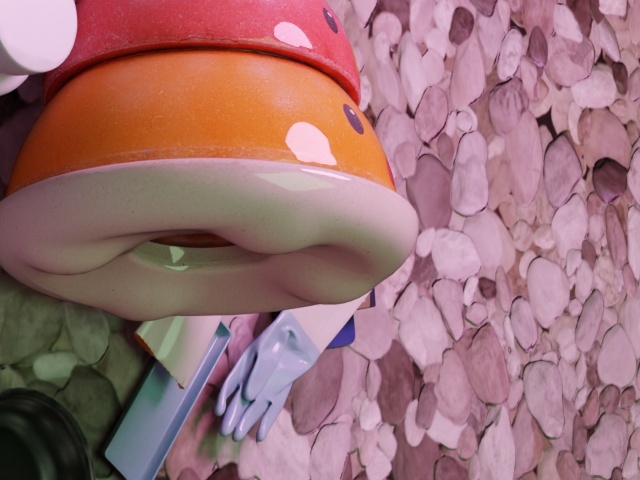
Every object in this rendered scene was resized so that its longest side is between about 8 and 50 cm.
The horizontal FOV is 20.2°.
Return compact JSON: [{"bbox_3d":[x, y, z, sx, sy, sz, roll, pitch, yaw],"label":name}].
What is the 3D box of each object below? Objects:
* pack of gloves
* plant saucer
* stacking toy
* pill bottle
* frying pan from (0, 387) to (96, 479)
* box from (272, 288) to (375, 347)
[{"bbox_3d":[-0.070,0.064,1.721,0.232,0.046,0.195,-54,127,-26],"label":"pack of gloves"},{"bbox_3d":[-0.143,0.140,1.659,0.067,0.018,0.192,54,48,-35],"label":"plant saucer"},{"bbox_3d":[-0.100,-0.191,1.514,0.350,0.351,0.480,17,66,-50],"label":"stacking toy"},{"bbox_3d":[-0.279,-0.161,1.371,0.112,0.187,0.112,4,85,-51],"label":"pill bottle"},{"bbox_3d":[-0.223,0.204,1.528,0.326,0.053,0.197,-22,108,-54],"label":"frying pan"},{"bbox_3d":[0.000,0.000,1.831,0.136,0.036,0.225,-6,94,-51],"label":"box"}]
